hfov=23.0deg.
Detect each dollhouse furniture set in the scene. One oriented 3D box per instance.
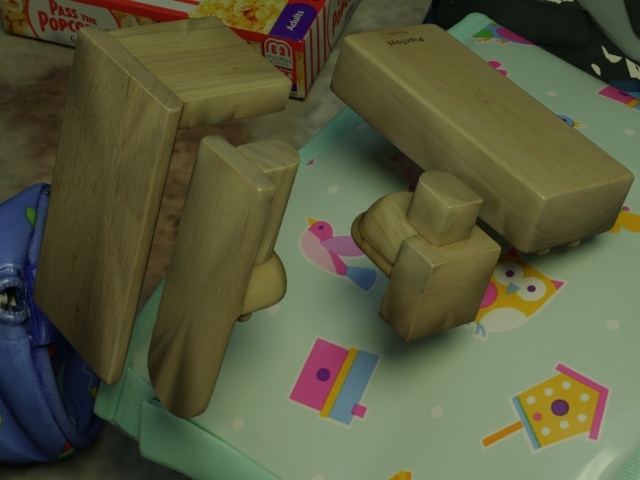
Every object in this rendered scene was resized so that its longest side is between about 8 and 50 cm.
[{"bbox_3d":[0.000,0.000,0.593,0.151,0.123,0.144,-14,44,-39],"label":"dollhouse furniture set"}]

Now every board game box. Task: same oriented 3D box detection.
[{"bbox_3d":[-0.073,-0.164,0.942,0.193,0.045,0.147,13,48,15],"label":"board game box"}]

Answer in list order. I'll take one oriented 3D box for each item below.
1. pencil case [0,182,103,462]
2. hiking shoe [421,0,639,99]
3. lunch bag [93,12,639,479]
[{"bbox_3d":[-0.244,0.048,0.687,0.306,0.133,0.119,-6,75,-2],"label":"pencil case"},{"bbox_3d":[0.186,-0.058,0.797,0.304,0.132,0.113,34,27,7],"label":"hiking shoe"},{"bbox_3d":[0.069,0.050,0.652,0.223,0.160,0.262,30,48,27],"label":"lunch bag"}]
